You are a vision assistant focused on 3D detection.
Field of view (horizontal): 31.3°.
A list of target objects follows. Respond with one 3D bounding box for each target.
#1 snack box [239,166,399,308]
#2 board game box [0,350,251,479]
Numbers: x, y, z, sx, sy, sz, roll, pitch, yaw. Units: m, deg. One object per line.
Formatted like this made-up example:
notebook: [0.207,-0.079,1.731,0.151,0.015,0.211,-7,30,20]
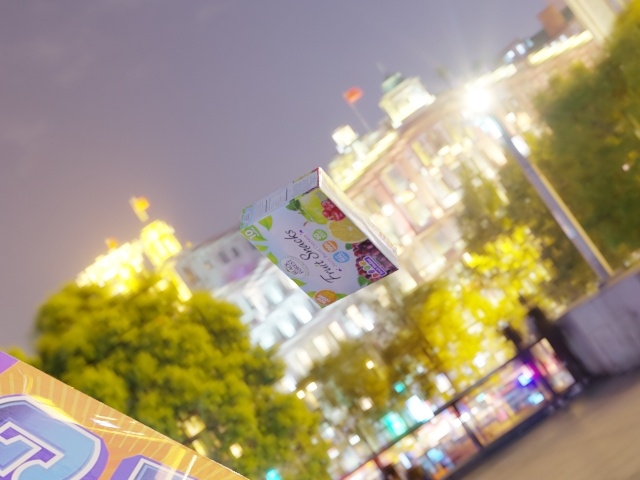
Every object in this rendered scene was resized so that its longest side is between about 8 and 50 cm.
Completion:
snack box: [0.000,0.000,1.160,0.100,0.141,0.037,-28,38,25]
board game box: [-0.245,0.356,0.831,0.356,0.357,0.356,-45,-23,-62]
